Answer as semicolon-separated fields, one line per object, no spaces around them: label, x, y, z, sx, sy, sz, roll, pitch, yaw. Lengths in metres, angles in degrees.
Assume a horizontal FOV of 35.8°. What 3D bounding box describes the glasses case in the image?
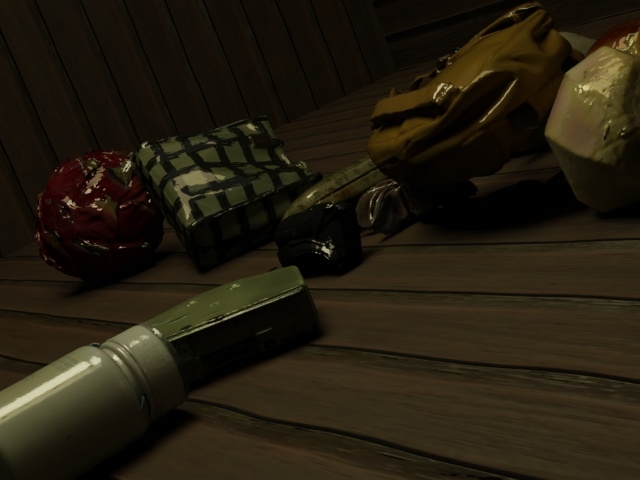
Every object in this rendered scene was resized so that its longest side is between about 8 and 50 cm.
glasses case;0.090;-0.111;1.985;0.425;0.098;0.156;-31;-12;-37

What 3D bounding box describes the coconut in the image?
coconut;0.422;-0.154;1.415;0.197;0.236;0.237;26;37;25

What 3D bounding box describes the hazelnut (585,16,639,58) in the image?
hazelnut;0.612;-0.337;1.913;0.214;0.176;0.214;-21;55;32

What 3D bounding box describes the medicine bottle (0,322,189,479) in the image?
medicine bottle;-0.301;0.213;1.235;0.258;0.143;0.143;-31;16;-32

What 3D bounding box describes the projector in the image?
projector;-0.142;0.126;1.458;0.270;0.088;0.193;-21;12;-3

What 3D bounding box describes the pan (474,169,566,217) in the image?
pan;0.354;-0.083;1.624;0.212;0.040;0.115;-21;10;37

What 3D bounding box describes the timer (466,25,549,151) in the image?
timer;0.382;-0.285;1.960;0.285;0.285;0.285;-20;13;5

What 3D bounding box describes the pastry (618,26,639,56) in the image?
pastry;0.567;-0.223;1.569;0.256;0.236;0.170;-9;57;4

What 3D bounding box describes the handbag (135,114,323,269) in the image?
handbag;-0.198;-0.123;2.165;0.327;0.162;0.325;-22;46;-17

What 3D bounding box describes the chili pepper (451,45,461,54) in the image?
chili pepper;0.390;-0.366;2.442;0.167;0.213;0.385;-62;-7;22

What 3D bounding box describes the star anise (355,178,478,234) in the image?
star anise;0.167;-0.076;1.811;0.236;0.093;0.229;-18;7;-3

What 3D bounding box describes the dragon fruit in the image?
dragon fruit;-0.518;-0.055;2.338;0.329;0.329;0.329;-20;13;5

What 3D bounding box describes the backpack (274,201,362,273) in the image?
backpack;-0.002;-0.003;1.721;0.106;0.119;0.165;-4;-2;-43

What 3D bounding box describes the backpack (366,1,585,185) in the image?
backpack;0.251;-0.219;1.629;0.353;0.201;0.378;-39;11;-26

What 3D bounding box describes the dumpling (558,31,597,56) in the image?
dumpling;0.558;-0.369;2.272;0.293;0.204;0.163;4;53;4
